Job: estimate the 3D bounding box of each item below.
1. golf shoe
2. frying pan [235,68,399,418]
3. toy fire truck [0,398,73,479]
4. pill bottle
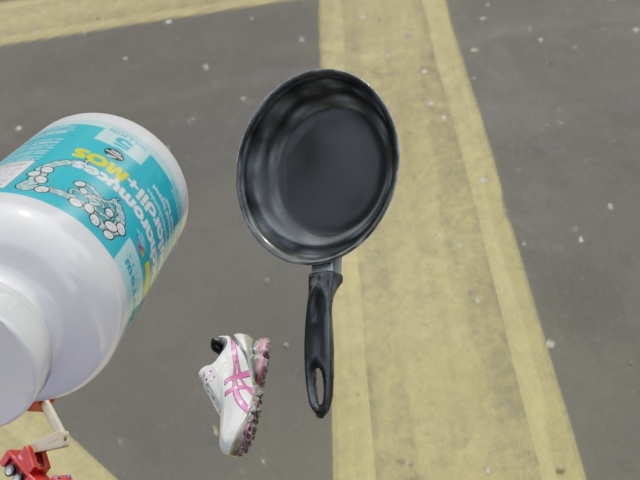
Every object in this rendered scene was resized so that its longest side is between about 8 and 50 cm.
[{"bbox_3d":[-0.111,0.189,0.959,0.086,0.067,0.186,9,33,-4],"label":"golf shoe"},{"bbox_3d":[0.021,-0.016,0.761,0.197,0.053,0.326,-33,69,27],"label":"frying pan"},{"bbox_3d":[-0.466,0.352,1.309,0.192,0.047,0.135,35,91,26],"label":"toy fire truck"},{"bbox_3d":[-0.192,0.014,0.553,0.146,0.146,0.264,-4,26,7],"label":"pill bottle"}]
